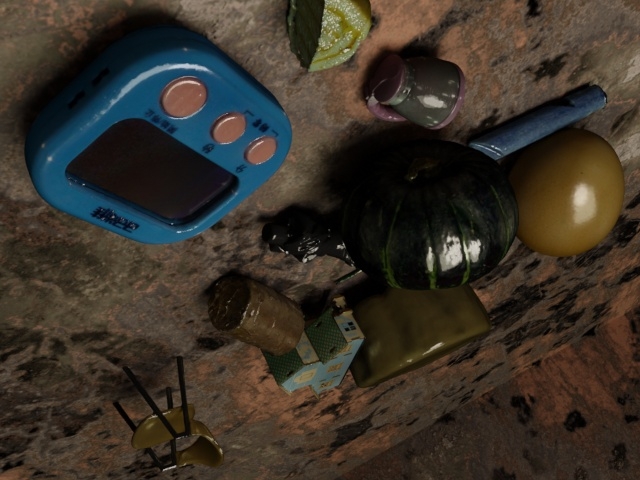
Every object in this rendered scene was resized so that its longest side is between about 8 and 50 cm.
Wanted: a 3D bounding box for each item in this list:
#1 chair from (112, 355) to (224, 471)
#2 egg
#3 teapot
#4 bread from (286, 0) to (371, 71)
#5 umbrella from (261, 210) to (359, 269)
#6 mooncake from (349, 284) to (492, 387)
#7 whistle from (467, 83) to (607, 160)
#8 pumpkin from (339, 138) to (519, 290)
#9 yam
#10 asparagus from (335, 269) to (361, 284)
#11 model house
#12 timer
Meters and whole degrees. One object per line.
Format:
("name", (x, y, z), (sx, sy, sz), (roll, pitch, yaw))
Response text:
("chair", (-0.338, 0.407, 1.609), (0.173, 0.246, 0.158), (-7, 142, -32))
("egg", (0.535, -0.105, 1.586), (0.250, 0.250, 0.322), (-24, 147, -11))
("teapot", (0.148, -0.255, 1.199), (0.146, 0.148, 0.116), (10, 97, -33))
("bread", (0.022, -0.312, 0.980), (0.110, 0.103, 0.156), (-13, 153, -17))
("umbrella", (0.000, 0.000, 1.431), (0.273, 0.122, 0.110), (4, 103, -39))
("mooncake", (0.223, 0.212, 1.803), (0.379, 0.200, 0.378), (-23, 164, -7))
("whistle", (0.451, -0.239, 1.501), (0.304, 0.062, 0.062), (-25, 150, -7))
("pumpkin", (0.198, -0.044, 1.323), (0.324, 0.323, 0.241), (-17, 122, -20))
("yam", (-0.135, 0.159, 1.525), (0.128, 0.129, 0.238), (-37, 150, 11))
("asparagus", (0.108, 0.063, 1.708), (0.166, 0.016, 0.013), (-28, 108, -2))
("model house", (-0.041, 0.257, 1.707), (0.207, 0.178, 0.271), (-13, 148, -28))
("timer", (-0.221, -0.138, 1.022), (0.309, 0.115, 0.340), (-39, 149, 13))
